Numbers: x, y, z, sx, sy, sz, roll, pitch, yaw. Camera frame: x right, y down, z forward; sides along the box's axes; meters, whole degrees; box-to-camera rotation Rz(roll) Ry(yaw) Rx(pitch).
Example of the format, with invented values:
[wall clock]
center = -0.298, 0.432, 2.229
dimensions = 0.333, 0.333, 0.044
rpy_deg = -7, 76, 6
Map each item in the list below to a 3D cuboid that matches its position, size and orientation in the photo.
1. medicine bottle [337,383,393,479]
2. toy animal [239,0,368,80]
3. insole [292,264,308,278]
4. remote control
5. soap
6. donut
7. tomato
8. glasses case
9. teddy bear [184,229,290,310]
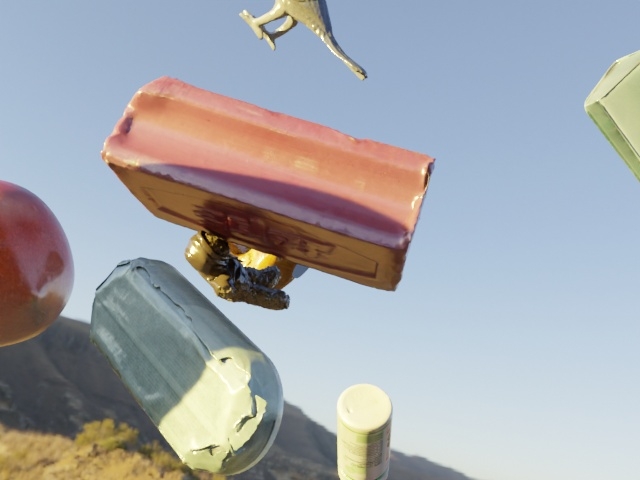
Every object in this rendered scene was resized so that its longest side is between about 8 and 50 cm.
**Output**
[medicine bottle]
center = 0.069, 0.313, 1.081
dimensions = 0.086, 0.086, 0.183
rpy_deg = 9, -47, 12
[toy animal]
center = -0.050, -0.446, 1.316
dimensions = 0.206, 0.367, 0.081
rpy_deg = -19, -9, 25
[insole]
center = 0.000, 0.000, 1.013
dimensions = 0.002, 0.135, 0.045
rpy_deg = 35, -3, -29
[remote control]
center = -0.123, 0.096, 0.577
dimensions = 0.247, 0.104, 0.052
rpy_deg = 34, 5, 41
[soap]
center = -0.054, -0.064, 0.842
dimensions = 0.360, 0.128, 0.233
rpy_deg = 18, -15, 8
[donut]
center = -0.125, 0.007, 1.333
dimensions = 0.227, 0.226, 0.114
rpy_deg = 0, -21, 33
[tomato]
center = -0.581, 0.048, 1.173
dimensions = 0.322, 0.321, 0.321
rpy_deg = 12, -19, 4
[glasses case]
center = 0.417, -0.093, 0.805
dimensions = 0.266, 0.105, 0.056
rpy_deg = 47, 0, -13
[teddy bear]
center = -0.124, 0.047, 0.937
dimensions = 0.078, 0.119, 0.160
rpy_deg = -42, -54, 17
